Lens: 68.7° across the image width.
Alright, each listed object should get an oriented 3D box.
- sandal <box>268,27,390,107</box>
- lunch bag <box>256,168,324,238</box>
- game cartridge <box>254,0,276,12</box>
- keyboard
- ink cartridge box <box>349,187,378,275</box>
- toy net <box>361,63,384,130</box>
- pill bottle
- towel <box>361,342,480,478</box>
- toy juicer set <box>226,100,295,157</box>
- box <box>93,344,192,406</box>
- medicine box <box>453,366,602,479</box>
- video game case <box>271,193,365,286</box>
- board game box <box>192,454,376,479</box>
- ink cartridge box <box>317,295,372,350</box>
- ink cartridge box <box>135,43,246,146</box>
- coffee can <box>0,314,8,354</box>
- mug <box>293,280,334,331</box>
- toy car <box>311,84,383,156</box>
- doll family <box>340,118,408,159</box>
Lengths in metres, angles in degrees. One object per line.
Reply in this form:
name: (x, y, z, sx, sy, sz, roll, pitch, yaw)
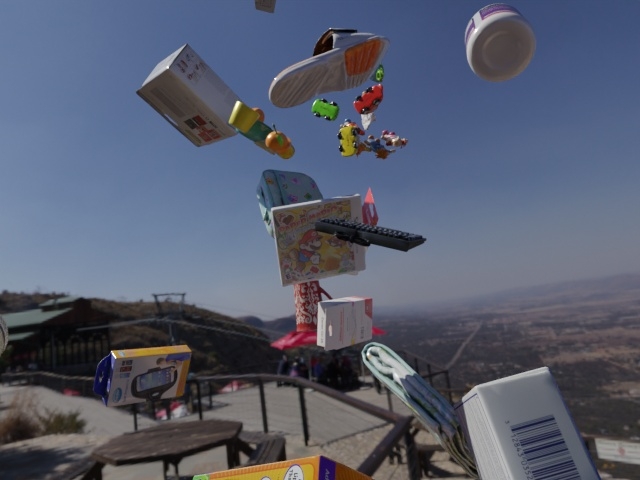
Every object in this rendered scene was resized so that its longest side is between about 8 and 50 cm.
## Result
sandal: (0.009, -0.288, 0.740, 0.265, 0.076, 0.102, -31, -14, -37)
lunch bag: (-0.097, -0.119, 1.579, 0.224, 0.279, 0.108, 5, -46, -30)
game cartridge: (-0.135, -0.613, 1.162, 0.056, 0.017, 0.083, 8, -45, -13)
keyboard: (0.075, -0.013, 0.785, 0.180, 0.023, 0.108, 13, 18, 34)
ink cartridge box: (0.113, -0.031, 1.471, 0.056, 0.181, 0.224, 7, -53, -11)
toy net: (0.190, -0.490, 1.619, 0.045, 0.232, 0.122, -14, 39, -22)
pill bottle: (0.528, -0.601, 1.402, 0.181, 0.181, 0.323, -10, 29, 22)
towel: (0.296, 0.479, 1.337, 0.090, 0.320, 0.374, -41, 36, -8)
toy juicer set: (-0.163, -0.319, 1.352, 0.209, 0.089, 0.329, 29, 3, -16)
box: (-0.272, 0.207, 0.720, 0.136, 0.081, 0.028, 5, 14, -43)
medicine box: (0.398, 0.422, 0.929, 0.149, 0.263, 0.289, -15, -27, -1)
video game case: (0.000, 0.000, 1.178, 0.227, 0.206, 0.026, -10, 21, -12)
board game box: (-0.044, 0.679, 0.926, 0.356, 0.356, 0.356, -24, -48, 30)
ink cartridge box: (0.054, 0.212, 1.214, 0.067, 0.115, 0.198, 1, 0, 40)
ink cartridge box: (-0.455, -0.498, 1.669, 0.272, 0.130, 0.309, -4, -37, 45)
coffee can: (-0.602, 0.218, 0.660, 0.201, 0.201, 0.275, -6, 34, -8)
mug: (-0.022, 0.228, 1.657, 0.150, 0.169, 0.113, -7, -8, -12)
toy car: (0.073, -0.403, 1.518, 0.225, 0.239, 0.053, 29, 7, 28)
doll family: (0.190, -0.358, 1.750, 0.263, 0.118, 0.163, 11, 24, -11)
